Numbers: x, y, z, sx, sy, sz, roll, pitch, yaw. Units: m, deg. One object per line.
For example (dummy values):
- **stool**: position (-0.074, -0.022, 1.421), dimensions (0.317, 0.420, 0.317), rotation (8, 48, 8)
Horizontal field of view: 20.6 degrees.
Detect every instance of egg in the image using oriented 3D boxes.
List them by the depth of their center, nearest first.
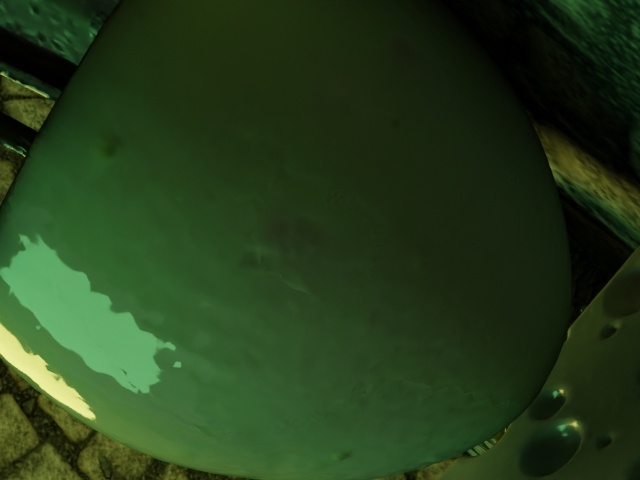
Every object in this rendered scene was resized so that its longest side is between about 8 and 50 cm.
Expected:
- **egg**: position (0.000, 0.000, 1.119), dimensions (0.339, 0.354, 0.354), rotation (31, 172, 0)

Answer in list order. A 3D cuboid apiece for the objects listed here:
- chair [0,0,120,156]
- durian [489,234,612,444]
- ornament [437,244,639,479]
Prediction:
- **chair**: position (-0.182, -0.205, 1.291), dimensions (0.203, 0.241, 0.416), rotation (26, -150, 1)
- **durian**: position (0.157, 0.065, 1.356), dimensions (0.237, 0.176, 0.200), rotation (54, 150, -10)
- **ornament**: position (0.269, 0.185, 1.161), dimensions (0.239, 0.240, 0.239), rotation (46, 172, -27)
